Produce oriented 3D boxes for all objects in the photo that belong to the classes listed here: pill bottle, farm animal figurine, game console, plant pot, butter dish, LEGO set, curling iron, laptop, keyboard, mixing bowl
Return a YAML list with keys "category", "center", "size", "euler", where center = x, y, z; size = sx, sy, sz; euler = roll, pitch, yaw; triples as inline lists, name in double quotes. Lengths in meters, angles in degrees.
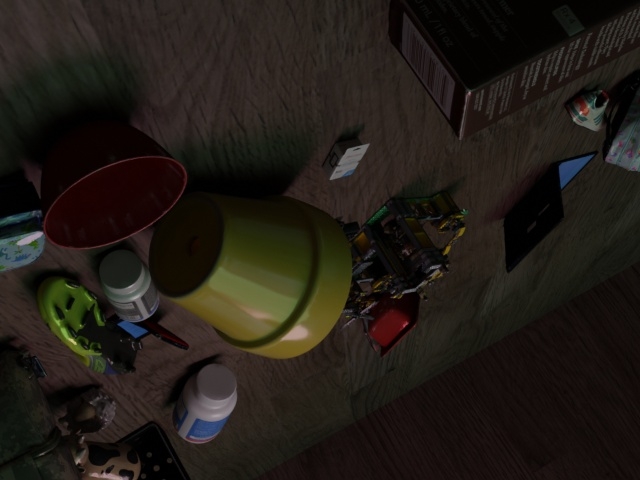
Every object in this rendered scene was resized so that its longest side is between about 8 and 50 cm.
- category: "pill bottle"
  center: [-0.299, 0.070, 1.436]
  size: [0.078, 0.078, 0.137]
  euler: [-26, 159, -12]
- category: "pill bottle"
  center: [-0.260, 0.369, 2.104]
  size: [0.124, 0.124, 0.221]
  euler: [-18, 157, -30]
- category: "farm animal figurine"
  center: [-0.448, 0.432, 1.683]
  size: [0.172, 0.330, 0.327]
  euler: [-30, 163, 28]
- category: "game console"
  center: [-0.325, 0.182, 1.653]
  size: [0.085, 0.124, 0.144]
  euler: [-57, 160, -6]
- category: "plant pot"
  center: [-0.428, 0.577, 2.289]
  size: [0.188, 0.187, 0.167]
  euler: [-31, 171, -1]
- category: "plant pot"
  center: [-0.119, 0.037, 1.406]
  size: [0.254, 0.254, 0.239]
  euler: [-40, 143, 23]
- category: "butter dish"
  center: [0.165, 0.178, 2.279]
  size: [0.160, 0.118, 0.160]
  euler: [-49, -166, 33]
- category: "LEGO set"
  center: [0.175, 0.061, 1.900]
  size: [0.331, 0.192, 0.255]
  euler: [-41, 157, 26]
- category: "curling iron"
  center: [0.125, 0.228, 2.417]
  size: [0.035, 0.068, 0.274]
  euler: [-29, 154, -2]
- category: "laptop"
  center: [0.554, -0.069, 2.202]
  size: [0.136, 0.264, 0.234]
  euler: [18, 140, -14]
- category: "keyboard"
  center: [0.000, 0.000, 1.765]
  size: [0.180, 0.023, 0.108]
  euler: [-13, 153, -40]
- category: "mixing bowl"
  center: [-0.265, -0.080, 1.112]
  size: [0.181, 0.098, 0.181]
  euler: [-27, 158, -12]

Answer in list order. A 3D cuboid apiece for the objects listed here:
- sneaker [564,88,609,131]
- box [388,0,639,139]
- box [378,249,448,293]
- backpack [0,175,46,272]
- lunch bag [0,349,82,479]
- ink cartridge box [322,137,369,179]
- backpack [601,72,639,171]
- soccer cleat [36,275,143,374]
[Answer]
- category: "sneaker"
  center: [0.562, -0.268, 1.873]
  size: [0.075, 0.057, 0.161]
  euler: [-38, 156, 33]
- category: "box"
  center: [0.303, -0.315, 1.225]
  size: [0.381, 0.191, 0.143]
  euler: [-28, 159, -9]
- category: "box"
  center: [0.221, 0.075, 2.229]
  size: [0.162, 0.029, 0.116]
  euler: [-13, 153, -42]
- category: "backpack"
  center: [-0.389, -0.009, 1.125]
  size: [0.105, 0.084, 0.114]
  euler: [-17, 159, -25]
- category: "lunch bag"
  center: [-0.556, 0.342, 1.460]
  size: [0.305, 0.256, 0.212]
  euler: [-26, -176, -9]
- category: "ink cartridge box"
  center: [0.041, -0.138, 1.497]
  size: [0.048, 0.028, 0.083]
  euler: [-17, 156, -33]
- category: "backpack"
  center: [0.660, -0.236, 1.920]
  size: [0.182, 0.115, 0.152]
  euler: [-64, 158, -12]
- category: "soccer cleat"
  center: [-0.388, 0.141, 1.462]
  size: [0.121, 0.093, 0.289]
  euler: [6, 154, 19]
